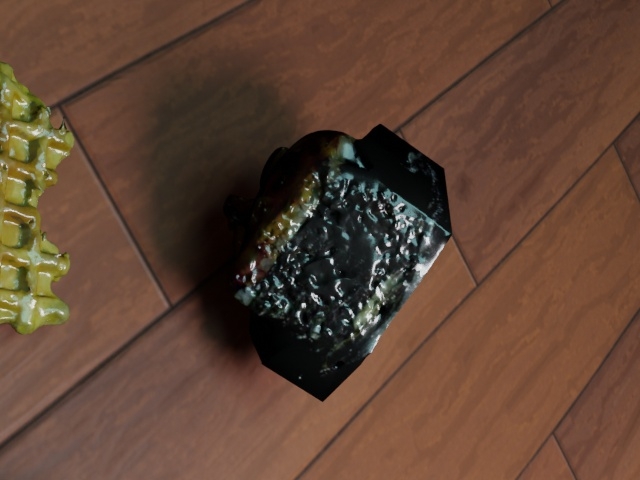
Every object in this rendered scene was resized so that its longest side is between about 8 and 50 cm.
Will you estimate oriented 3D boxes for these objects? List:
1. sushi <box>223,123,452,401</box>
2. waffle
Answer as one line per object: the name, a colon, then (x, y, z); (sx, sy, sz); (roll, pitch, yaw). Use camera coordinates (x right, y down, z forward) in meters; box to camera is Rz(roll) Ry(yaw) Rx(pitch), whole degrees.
sushi: (0.001, -0.001, 1.395); (0.212, 0.227, 0.215); (32, 26, -17)
waffle: (-0.343, -0.047, 1.187); (0.281, 0.058, 0.301); (-18, 93, -47)
